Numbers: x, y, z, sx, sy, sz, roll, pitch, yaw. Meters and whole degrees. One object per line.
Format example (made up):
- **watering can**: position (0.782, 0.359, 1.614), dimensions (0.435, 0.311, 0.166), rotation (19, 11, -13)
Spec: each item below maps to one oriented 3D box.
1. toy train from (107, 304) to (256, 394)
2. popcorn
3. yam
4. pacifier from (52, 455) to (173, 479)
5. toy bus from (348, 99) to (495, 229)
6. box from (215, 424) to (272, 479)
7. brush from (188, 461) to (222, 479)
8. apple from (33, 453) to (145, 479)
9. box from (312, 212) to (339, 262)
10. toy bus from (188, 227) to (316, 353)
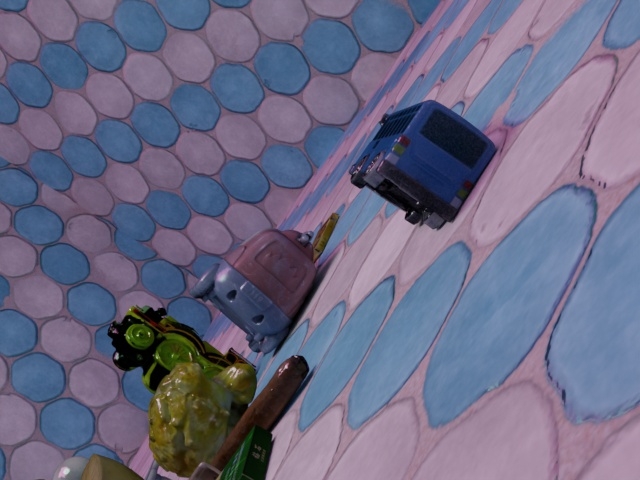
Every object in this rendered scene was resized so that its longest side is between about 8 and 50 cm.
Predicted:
- **toy train**: position (-0.276, 0.236, 1.799), dimensions (0.100, 0.296, 0.160), rotation (-55, -1, 37)
- **popcorn**: position (-0.188, 0.284, 1.492), dimensions (0.213, 0.198, 0.198), rotation (-34, 2, -11)
- **yam**: position (-0.096, 0.268, 1.337), dimensions (0.264, 0.046, 0.046), rotation (-56, 6, 24)
- **pacifier**: position (-0.384, 0.480, 1.673), dimensions (0.244, 0.233, 0.299), rotation (-60, 5, 6)
- **toy bus**: position (0.122, -0.100, 1.156), dimensions (0.133, 0.116, 0.234), rotation (-57, 8, 0)
- **box**: position (-0.145, 0.373, 1.240), dimensions (0.235, 0.034, 0.132), rotation (-56, 7, 17)
- **brush**: position (-0.234, 0.465, 1.386), dimensions (0.321, 0.060, 0.050), rotation (-56, -4, 15)
- **apple**: position (-0.297, 0.423, 1.126), dimensions (0.295, 0.233, 0.257), rotation (-32, 31, 7)
- **box**: position (0.000, 0.000, 2.055), dimensions (0.073, 0.020, 0.149), rotation (-53, 7, 39)
- **toy bus**: position (-0.113, 0.080, 1.826), dimensions (0.232, 0.197, 0.294), rotation (-49, 3, -12)
